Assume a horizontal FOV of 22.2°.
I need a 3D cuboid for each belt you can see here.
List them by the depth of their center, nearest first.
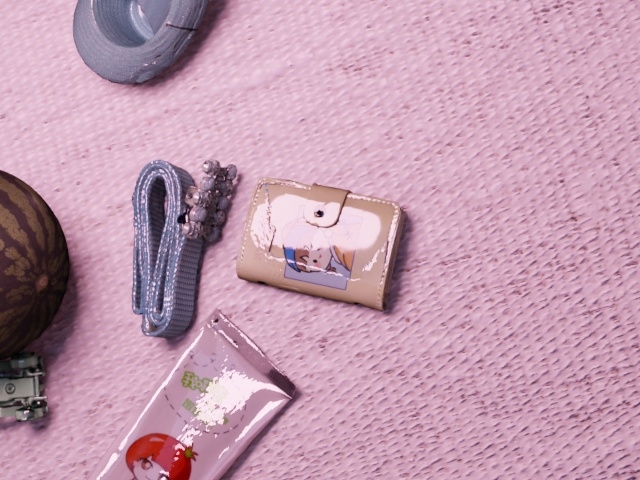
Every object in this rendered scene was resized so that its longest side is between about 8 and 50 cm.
[{"bbox_3d":[-0.141,0.009,1.632,0.100,0.065,0.179,1,86,24],"label":"belt"}]

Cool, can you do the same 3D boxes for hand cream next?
[{"bbox_3d":[-0.167,0.233,1.617,0.121,0.076,0.336,39,88,14],"label":"hand cream"}]

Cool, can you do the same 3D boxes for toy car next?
[{"bbox_3d":[-0.348,0.155,1.674,0.143,0.054,0.073,-8,83,10],"label":"toy car"}]

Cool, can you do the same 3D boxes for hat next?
[{"bbox_3d":[-0.170,-0.248,1.663,0.138,0.078,0.191,50,116,23],"label":"hat"}]

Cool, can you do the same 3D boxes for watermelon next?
[{"bbox_3d":[-0.353,0.025,1.613,0.212,0.212,0.212,-2,83,15],"label":"watermelon"}]

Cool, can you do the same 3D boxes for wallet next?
[{"bbox_3d":[0.000,0.000,1.602,0.155,0.039,0.110,11,88,15],"label":"wallet"}]
